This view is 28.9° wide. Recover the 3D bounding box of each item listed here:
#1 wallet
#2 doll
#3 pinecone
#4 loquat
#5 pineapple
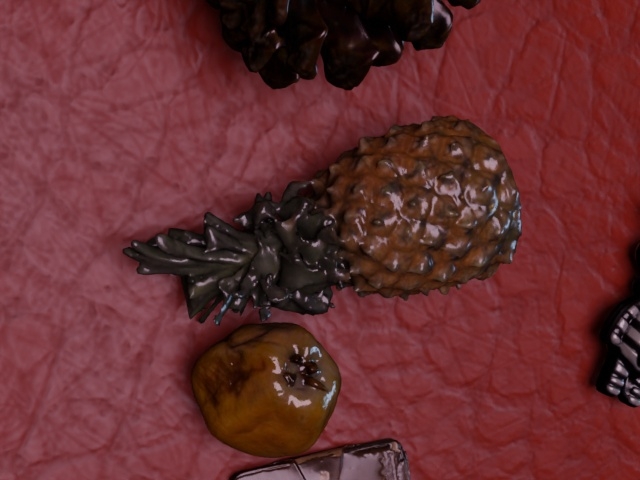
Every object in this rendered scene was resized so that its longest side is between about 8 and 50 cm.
[{"bbox_3d":[0.003,0.247,1.175,0.176,0.026,0.095,-8,91,-17],"label":"wallet"},{"bbox_3d":[0.340,0.060,1.252,0.091,0.067,0.219,25,89,-18],"label":"doll"},{"bbox_3d":[0.018,-0.247,1.071,0.309,0.244,0.244,-8,93,-29],"label":"pinecone"},{"bbox_3d":[-0.045,0.131,1.106,0.137,0.137,0.113,53,43,-11],"label":"loquat"},{"bbox_3d":[0.000,0.000,1.106,0.340,0.169,0.169,-16,95,-12],"label":"pineapple"}]
